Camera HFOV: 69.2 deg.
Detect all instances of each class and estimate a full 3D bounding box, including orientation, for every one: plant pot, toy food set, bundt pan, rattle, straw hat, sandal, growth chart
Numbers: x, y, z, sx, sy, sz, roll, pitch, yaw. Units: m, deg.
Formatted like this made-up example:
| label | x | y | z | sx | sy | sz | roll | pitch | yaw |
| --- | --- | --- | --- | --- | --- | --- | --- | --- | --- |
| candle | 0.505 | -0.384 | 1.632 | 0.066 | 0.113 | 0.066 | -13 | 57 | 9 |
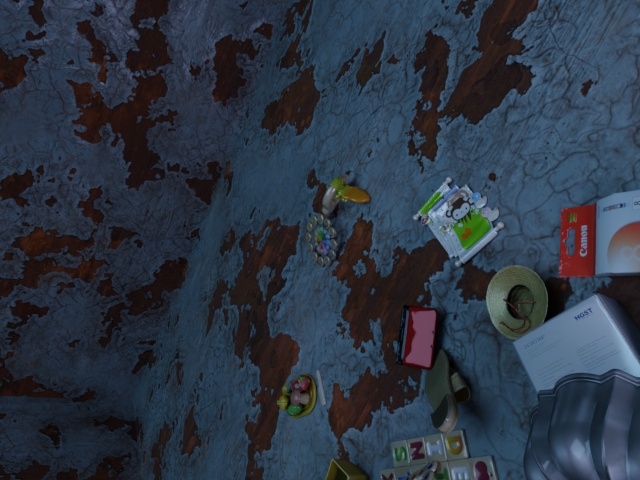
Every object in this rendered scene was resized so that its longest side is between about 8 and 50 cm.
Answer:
| label | x | y | z | sx | sy | sz | roll | pitch | yaw |
| --- | --- | --- | --- | --- | --- | --- | --- | --- | --- |
| plant pot | 0.071 | 0.621 | 1.197 | 0.081 | 0.083 | 0.081 | 20 | 94 | 58 |
| toy food set | -0.079 | 0.493 | 1.489 | 0.218 | 0.071 | 0.128 | -40 | 46 | 41 |
| bundt pan | 0.412 | 0.333 | 0.585 | 0.331 | 0.124 | 0.331 | 27 | 135 | 31 |
| rattle | 0.074 | -0.113 | 1.544 | 0.130 | 0.142 | 0.200 | -64 | -4 | -53 |
| straw hat | 0.403 | 0.123 | 0.918 | 0.144 | 0.061 | 0.144 | -19 | 67 | 56 |
| sandal | 0.282 | 0.333 | 0.996 | 0.088 | 0.079 | 0.240 | -61 | 1 | 21 |
| growth chart | 0.333 | -0.053 | 1.136 | 0.172 | 0.021 | 0.237 | -57 | 37 | 24 |

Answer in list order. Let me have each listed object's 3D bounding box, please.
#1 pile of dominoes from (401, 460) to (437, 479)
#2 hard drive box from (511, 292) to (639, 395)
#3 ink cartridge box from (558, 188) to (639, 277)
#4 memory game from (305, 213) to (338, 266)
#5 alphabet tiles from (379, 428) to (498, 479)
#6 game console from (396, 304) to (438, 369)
| label | x | y | z | sx | sy | sz | roll | pitch | yaw |
| --- | --- | --- | --- | --- | --- | --- | --- | --- | --- |
| pile of dominoes | 0.136 | 0.587 | 1.011 | 0.040 | 0.196 | 0.251 | 43 | 123 | 8 |
| hard drive box | 0.457 | 0.234 | 0.763 | 0.181 | 0.089 | 0.232 | -47 | 42 | 36 |
| ink cartridge box | 0.508 | -0.009 | 0.830 | 0.179 | 0.045 | 0.145 | -8 | 70 | 53 |
| memory game | 0.000 | 0.000 | 1.570 | 0.186 | 0.012 | 0.186 | 19 | 113 | 52 |
| alphabet tiles | 0.253 | 0.577 | 1.007 | 0.342 | 0.011 | 0.285 | -37 | 48 | 44 |
| game console | 0.236 | 0.237 | 1.144 | 0.124 | 0.085 | 0.144 | 50 | -132 | -75 |
